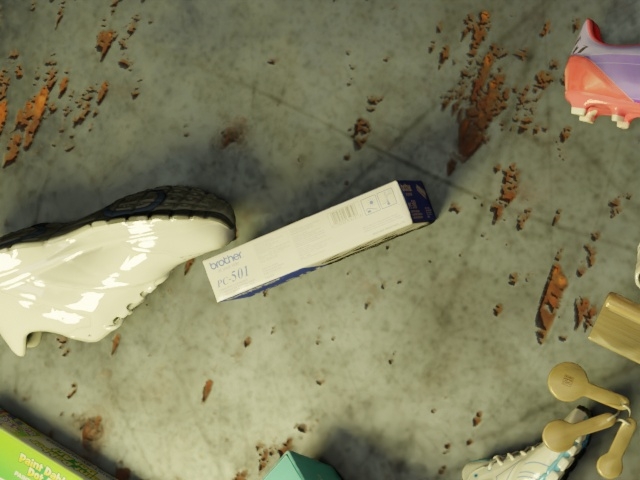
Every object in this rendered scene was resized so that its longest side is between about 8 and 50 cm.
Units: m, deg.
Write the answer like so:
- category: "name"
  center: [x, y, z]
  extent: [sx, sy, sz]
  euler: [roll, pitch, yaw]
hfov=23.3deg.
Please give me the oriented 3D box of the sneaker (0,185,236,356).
- category: "sneaker"
  center: [-0.212, 0.029, 1.563]
  extent: [0.297, 0.111, 0.129]
  euler: [-16, 103, 22]

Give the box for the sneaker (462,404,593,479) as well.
- category: "sneaker"
  center: [0.179, 0.221, 1.448]
  extent: [0.083, 0.071, 0.191]
  euler: [40, 103, 19]

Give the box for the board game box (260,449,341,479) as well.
- category: "board game box"
  center: [-0.015, 0.404, 1.428]
  extent: [0.254, 0.079, 0.336]
  euler: [-48, 47, 13]

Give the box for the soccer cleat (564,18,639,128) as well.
- category: "soccer cleat"
  center: [0.340, -0.139, 1.380]
  extent: [0.248, 0.083, 0.095]
  euler: [9, 90, 20]

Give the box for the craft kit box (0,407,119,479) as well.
- category: "craft kit box"
  center: [-0.299, 0.339, 1.613]
  extent: [0.249, 0.061, 0.247]
  euler: [29, 103, 15]

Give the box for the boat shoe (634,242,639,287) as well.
- category: "boat shoe"
  center: [0.382, 0.011, 1.347]
  extent: [0.226, 0.076, 0.083]
  euler: [-17, 112, 32]

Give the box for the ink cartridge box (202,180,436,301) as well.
- category: "ink cartridge box"
  center: [0.000, 0.000, 1.482]
  extent: [0.207, 0.097, 0.046]
  euler: [-22, 85, 17]

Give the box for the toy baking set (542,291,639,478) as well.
- category: "toy baking set"
  center: [0.315, 0.169, 1.394]
  extent: [0.196, 0.030, 0.256]
  euler: [-39, 81, -3]
